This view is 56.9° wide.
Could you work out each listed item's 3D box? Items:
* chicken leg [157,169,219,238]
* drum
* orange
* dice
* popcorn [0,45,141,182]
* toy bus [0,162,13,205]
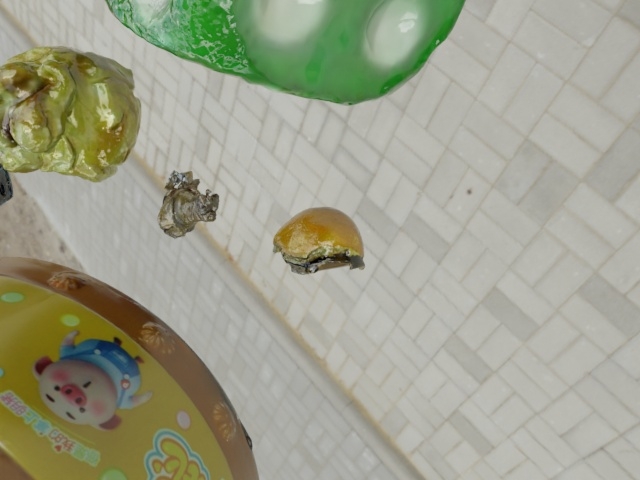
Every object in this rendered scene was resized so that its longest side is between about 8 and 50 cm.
[{"bbox_3d":[-0.252,-0.060,1.110,0.125,0.081,0.196,-66,30,9],"label":"chicken leg"},{"bbox_3d":[-0.277,0.236,0.468,0.432,0.214,0.430,5,110,13],"label":"drum"},{"bbox_3d":[0.000,0.000,0.954,0.170,0.160,0.112,13,101,28],"label":"orange"},{"bbox_3d":[-0.032,-0.315,0.571,0.287,0.300,0.297,47,125,39],"label":"dice"},{"bbox_3d":[-0.469,-0.232,1.068,0.276,0.277,0.225,41,113,26],"label":"popcorn"},{"bbox_3d":[-0.635,-0.070,1.017,0.106,0.184,0.090,25,137,9],"label":"toy bus"}]
